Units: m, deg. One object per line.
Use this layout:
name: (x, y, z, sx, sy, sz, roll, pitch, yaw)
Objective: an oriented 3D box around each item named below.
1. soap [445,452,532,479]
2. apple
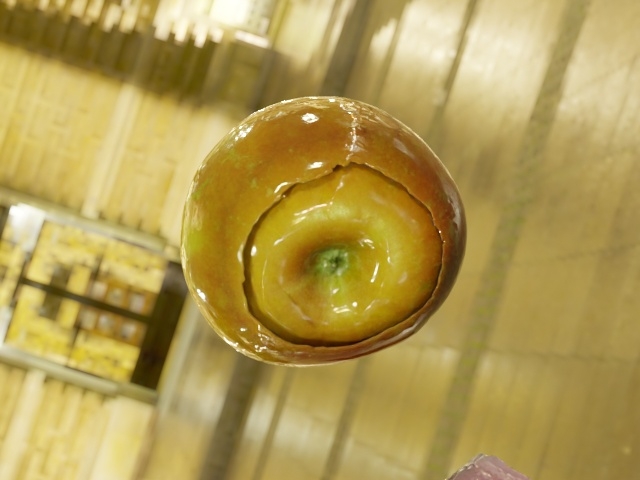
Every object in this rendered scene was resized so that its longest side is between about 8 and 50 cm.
soap: (0.144, 0.380, 1.754, 0.181, 0.081, 0.259, -28, -49, -42)
apple: (0.000, 0.000, 1.341, 0.207, 0.237, 0.237, -90, 18, -62)
